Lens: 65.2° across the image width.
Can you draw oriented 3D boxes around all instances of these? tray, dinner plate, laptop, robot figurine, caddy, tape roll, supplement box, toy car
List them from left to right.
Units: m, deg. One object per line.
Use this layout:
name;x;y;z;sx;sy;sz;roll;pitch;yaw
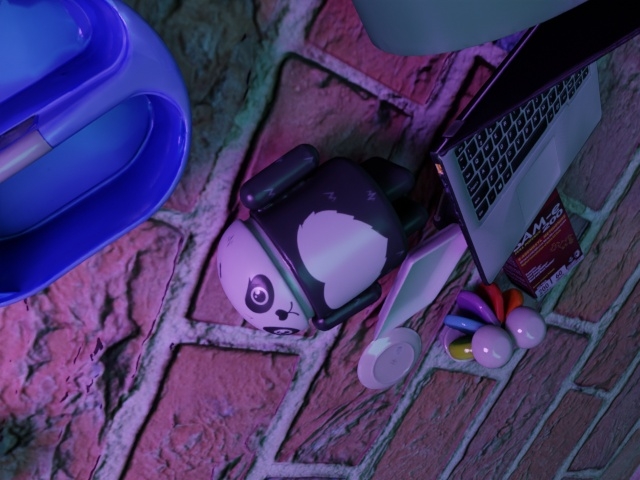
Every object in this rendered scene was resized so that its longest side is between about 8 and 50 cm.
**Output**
caddy;-0.286;-0.085;0.452;0.341;0.179;0.241;-36;125;-7
robot figurine;0.002;0.002;0.652;0.278;0.173;0.209;-33;82;-9
dinner plate;0.134;0.227;0.941;0.141;0.017;0.141;-12;119;-24
tray;0.155;0.062;0.788;0.145;0.030;0.270;-30;155;-23
toy car;0.307;0.148;0.930;0.181;0.159;0.136;-24;89;-15
tape roll;0.178;-0.311;0.492;0.321;0.321;0.077;-39;125;-5
supplement box;0.385;-0.009;0.917;0.130;0.073;0.239;-44;126;-1
laptop;0.337;-0.173;0.582;0.382;0.236;0.408;-49;131;-18

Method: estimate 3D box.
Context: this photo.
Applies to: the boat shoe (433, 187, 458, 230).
boat shoe;0.253;-0.140;0.765;0.114;0.091;0.303;5;109;-47
